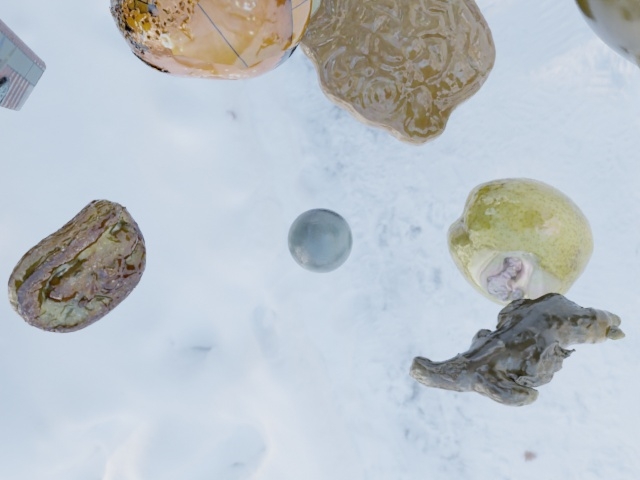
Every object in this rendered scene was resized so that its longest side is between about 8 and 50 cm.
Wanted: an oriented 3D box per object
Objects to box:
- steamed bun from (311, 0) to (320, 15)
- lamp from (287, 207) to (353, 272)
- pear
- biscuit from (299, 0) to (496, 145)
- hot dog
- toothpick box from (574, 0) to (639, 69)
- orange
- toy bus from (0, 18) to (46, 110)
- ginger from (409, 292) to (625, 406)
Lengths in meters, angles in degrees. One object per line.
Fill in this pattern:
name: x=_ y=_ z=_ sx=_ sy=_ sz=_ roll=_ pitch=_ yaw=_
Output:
steamed bun: x=0.114 y=-0.536 z=1.484 sx=0.203 sy=0.289 sz=0.276 roll=25 pitch=110 yaw=51
lamp: x=0.000 y=0.000 z=1.006 sx=0.105 sy=0.105 sz=0.105 roll=13 pitch=119 yaw=24
pear: x=0.381 y=0.001 z=1.256 sx=0.271 sy=0.271 sz=0.271 roll=13 pitch=119 yaw=24
biscuit: x=0.157 y=-0.405 z=1.311 sx=0.385 sy=0.062 sz=0.365 roll=37 pitch=82 yaw=1
hot dog: x=-0.234 y=0.024 z=0.636 sx=0.065 sy=0.147 sz=0.099 roll=10 pitch=134 yaw=41
toothpick box: x=0.462 y=-0.351 z=0.637 sx=0.409 sy=0.409 sz=0.425 roll=28 pitch=129 yaw=15
orange: x=-0.124 y=-0.279 z=0.753 sx=0.234 sy=0.234 sz=0.182 roll=3 pitch=90 yaw=28
toy bus: x=-0.370 y=-0.202 z=0.637 sx=0.093 sy=0.409 sz=0.092 roll=34 pitch=86 yaw=-12
ginger: x=0.314 y=0.167 z=1.002 sx=0.166 sy=0.333 sz=0.080 roll=46 pitch=152 yaw=52
